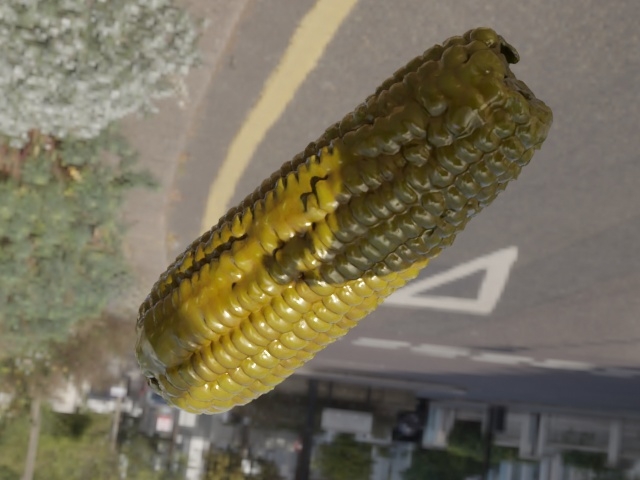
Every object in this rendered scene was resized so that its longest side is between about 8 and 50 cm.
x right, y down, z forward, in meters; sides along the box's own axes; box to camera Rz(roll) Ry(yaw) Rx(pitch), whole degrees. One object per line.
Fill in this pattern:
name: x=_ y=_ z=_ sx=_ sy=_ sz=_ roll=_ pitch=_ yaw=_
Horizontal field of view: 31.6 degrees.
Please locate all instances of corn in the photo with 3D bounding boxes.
corn: x=0.000 y=0.000 z=0.756 sx=0.120 sy=0.120 sz=0.363 roll=17 pitch=131 yaw=-44
